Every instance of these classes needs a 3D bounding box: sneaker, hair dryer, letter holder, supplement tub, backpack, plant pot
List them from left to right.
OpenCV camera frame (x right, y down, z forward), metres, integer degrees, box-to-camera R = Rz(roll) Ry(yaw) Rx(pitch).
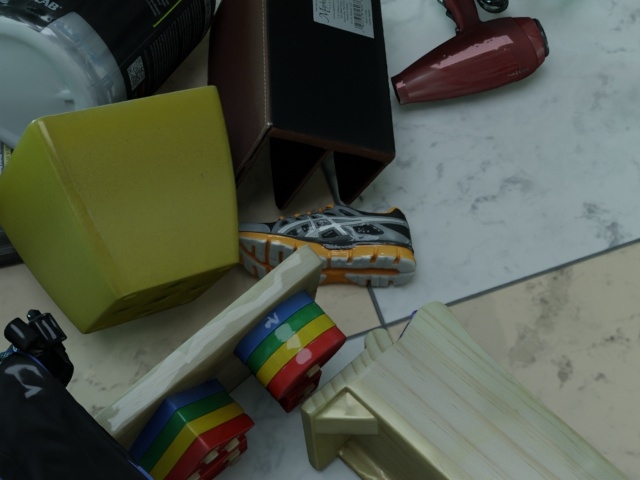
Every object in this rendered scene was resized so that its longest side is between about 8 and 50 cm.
[{"bbox_3d":[-0.257,0.224,0.896,0.213,0.263,0.276,-43,107,-35],"label":"backpack"},{"bbox_3d":[-0.258,-0.262,1.332,0.207,0.207,0.338,17,45,17],"label":"supplement tub"},{"bbox_3d":[-0.205,-0.021,1.201,0.212,0.212,0.187,-16,77,-33],"label":"plant pot"},{"bbox_3d":[-0.036,-0.182,1.337,0.152,0.214,0.302,11,57,-23],"label":"letter holder"},{"bbox_3d":[0.000,0.000,1.257,0.215,0.084,0.083,5,58,1],"label":"sneaker"},{"bbox_3d":[0.187,-0.265,1.396,0.223,0.080,0.293,19,58,35],"label":"hair dryer"}]

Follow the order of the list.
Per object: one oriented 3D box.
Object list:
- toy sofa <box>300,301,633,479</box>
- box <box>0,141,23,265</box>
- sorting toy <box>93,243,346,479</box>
[{"bbox_3d":[0.163,0.240,1.054,0.177,0.150,0.362,-40,63,-20],"label":"toy sofa"},{"bbox_3d":[-0.511,-0.134,1.392,0.318,0.097,0.395,-13,60,2],"label":"box"},{"bbox_3d":[-0.086,0.149,1.090,0.257,0.255,0.089,-39,79,-14],"label":"sorting toy"}]
